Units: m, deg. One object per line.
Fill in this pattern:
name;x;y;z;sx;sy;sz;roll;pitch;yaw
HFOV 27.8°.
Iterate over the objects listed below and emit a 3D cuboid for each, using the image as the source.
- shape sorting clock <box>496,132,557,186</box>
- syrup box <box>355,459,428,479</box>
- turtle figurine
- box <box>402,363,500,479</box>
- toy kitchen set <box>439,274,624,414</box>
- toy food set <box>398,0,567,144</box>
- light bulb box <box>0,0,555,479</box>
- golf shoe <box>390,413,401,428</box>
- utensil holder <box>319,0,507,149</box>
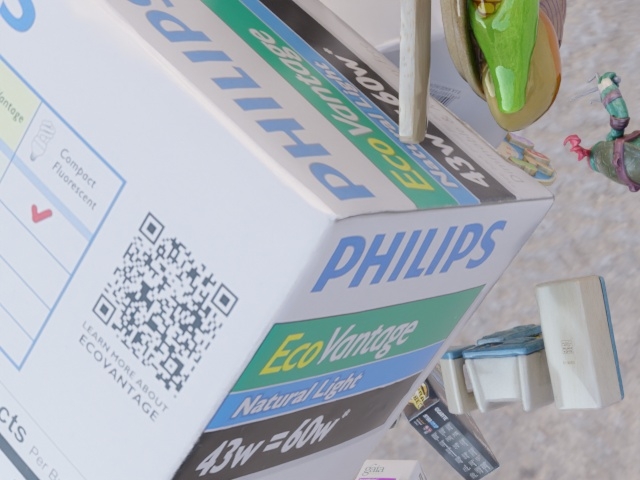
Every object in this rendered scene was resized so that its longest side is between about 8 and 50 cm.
shape sorting clock;0.173;-0.119;1.449;0.206;0.206;0.040;30;112;18
syrup box;0.079;0.432;1.897;0.093;0.237;0.096;-5;123;31
turtle figurine;0.399;-0.113;1.574;0.234;0.175;0.118;11;66;57
box;0.138;0.198;1.669;0.051;0.220;0.175;-35;48;6
toy kitchen set;0.233;0.097;1.304;0.207;0.166;0.122;-10;90;47
toy food set;0.082;-0.112;0.522;0.039;0.192;0.132;6;109;23
light bulb box;-0.136;0.010;0.722;0.358;0.225;0.361;44;115;22
golf shoe;-0.051;0.080;1.100;0.273;0.120;0.105;26;118;32
utensil holder;-0.032;-0.220;1.243;0.327;0.328;0.385;-46;58;29
